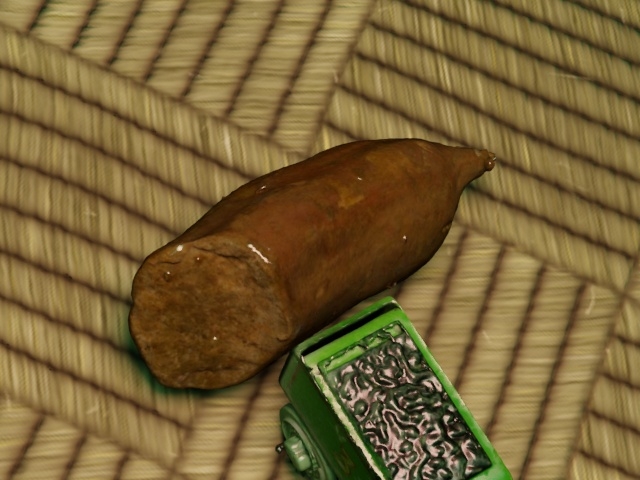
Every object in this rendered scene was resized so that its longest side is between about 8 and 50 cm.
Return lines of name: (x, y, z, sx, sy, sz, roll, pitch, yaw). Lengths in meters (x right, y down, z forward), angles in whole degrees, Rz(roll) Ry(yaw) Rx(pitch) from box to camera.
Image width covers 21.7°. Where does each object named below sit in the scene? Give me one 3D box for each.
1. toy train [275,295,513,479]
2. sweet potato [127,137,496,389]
toy train: (0.059, 0.177, 1.389, 0.132, 0.188, 0.243, -28, 76, -19)
sweet potato: (0.000, 0.000, 1.476, 0.369, 0.158, 0.158, -31, 77, -33)
